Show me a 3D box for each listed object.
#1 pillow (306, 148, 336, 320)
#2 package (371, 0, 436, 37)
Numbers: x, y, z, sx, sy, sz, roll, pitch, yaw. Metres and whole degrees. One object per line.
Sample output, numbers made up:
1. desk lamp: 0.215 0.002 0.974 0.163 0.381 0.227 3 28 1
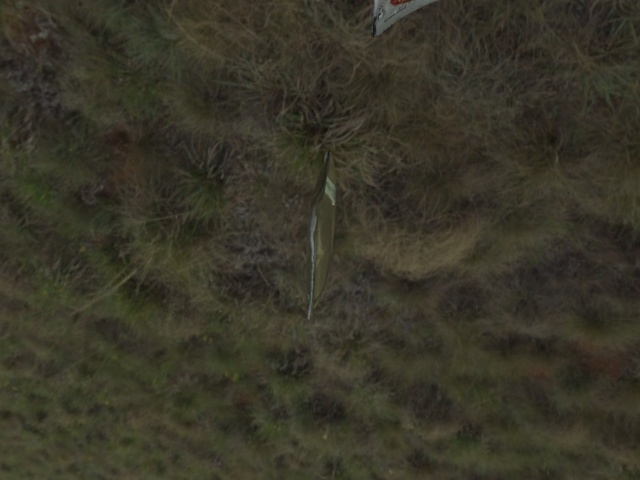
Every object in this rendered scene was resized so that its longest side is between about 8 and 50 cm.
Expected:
1. pillow: -0.001 0.000 0.671 0.033 0.130 0.218 9 139 5
2. package: 0.126 -0.366 0.655 0.154 0.030 0.239 -28 158 -5
